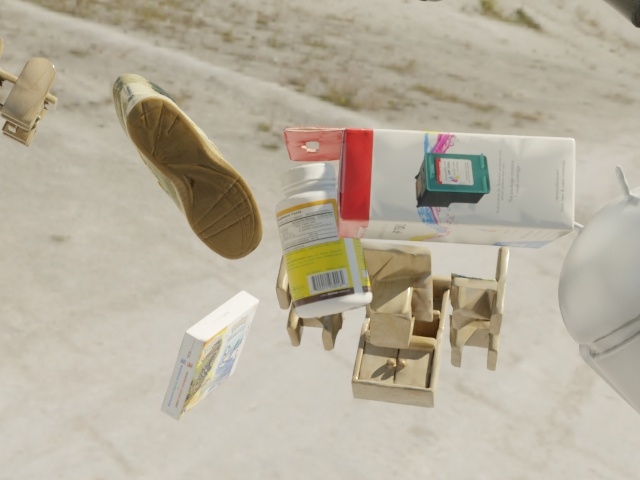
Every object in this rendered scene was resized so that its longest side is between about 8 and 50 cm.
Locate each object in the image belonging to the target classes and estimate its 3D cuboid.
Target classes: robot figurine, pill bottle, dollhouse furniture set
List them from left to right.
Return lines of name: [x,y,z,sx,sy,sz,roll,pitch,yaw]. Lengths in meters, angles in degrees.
dollhouse furniture set: [-0.474,-0.265,1.403,0.242,0.161,0.212,27,-10,-13]
pill bottle: [0.000,0.000,1.466,0.117,0.214,0.117,-11,-8,-1]
dollhouse furniture set: [0.144,0.093,1.781,0.362,0.394,0.256,5,57,10]
robot figurine: [0.361,0.086,0.912,0.353,0.300,0.200,48,54,6]

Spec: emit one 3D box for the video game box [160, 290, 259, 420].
video game box: [-0.203,0.210,1.852,0.048,0.187,0.205,27,29,16]

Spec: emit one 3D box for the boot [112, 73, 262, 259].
boot: [-0.186,-0.105,1.363,0.095,0.262,0.203,-40,28,-3]

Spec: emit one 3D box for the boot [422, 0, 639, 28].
boot: [0.370,-0.441,1.553,0.146,0.367,0.445,24,20,-50]

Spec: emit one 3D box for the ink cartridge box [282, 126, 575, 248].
ink cartridge box: [0.084,-0.042,0.840,0.231,0.078,0.134,3,-7,2]
